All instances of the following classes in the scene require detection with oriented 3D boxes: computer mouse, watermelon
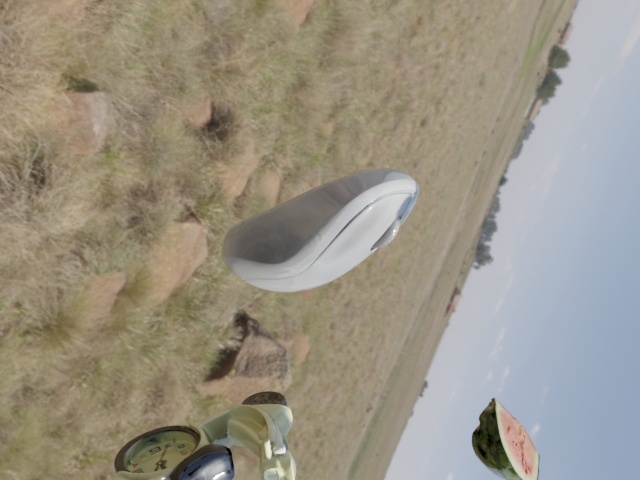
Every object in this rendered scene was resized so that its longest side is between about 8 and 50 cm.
[{"bbox_3d":[0.000,0.000,0.746,0.184,0.296,0.121,7,67,-65],"label":"computer mouse"},{"bbox_3d":[0.267,0.316,0.797,0.163,0.069,0.087,50,37,-25],"label":"watermelon"}]

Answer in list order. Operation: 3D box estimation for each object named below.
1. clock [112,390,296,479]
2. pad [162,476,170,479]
[{"bbox_3d":[-0.196,0.417,1.032,0.379,0.276,0.120,-16,107,-28],"label":"clock"},{"bbox_3d":[-0.227,0.478,0.740,0.158,0.235,0.003,-23,173,-41],"label":"pad"}]
